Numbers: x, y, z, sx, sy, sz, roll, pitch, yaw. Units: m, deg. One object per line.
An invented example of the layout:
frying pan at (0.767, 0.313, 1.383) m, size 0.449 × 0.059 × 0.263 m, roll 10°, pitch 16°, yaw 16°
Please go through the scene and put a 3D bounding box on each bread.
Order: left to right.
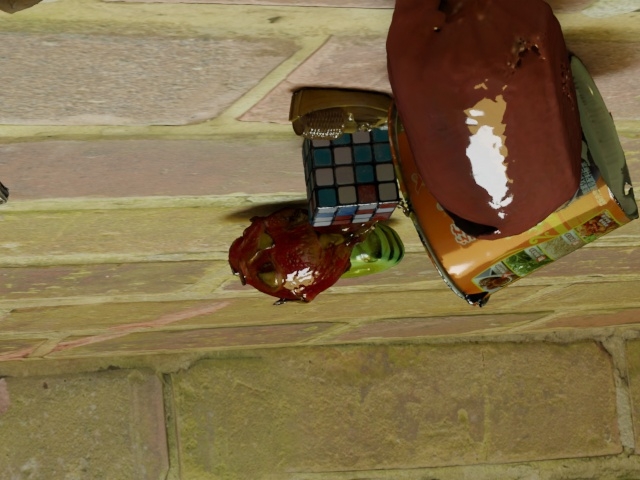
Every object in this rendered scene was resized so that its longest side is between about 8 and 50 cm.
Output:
bread at (0.051, 0.011, 2.204) m, size 0.130 × 0.071 × 0.139 m, roll -7°, pitch 171°, yaw 20°

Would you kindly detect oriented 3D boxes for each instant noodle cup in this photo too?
instant noodle cup at (0.197, -0.070, 1.552) m, size 0.182 × 0.230 × 0.230 m, roll -21°, pitch 164°, yaw 20°

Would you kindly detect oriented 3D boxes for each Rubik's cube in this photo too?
Rubik's cube at (0.032, -0.072, 1.721) m, size 0.092 × 0.092 × 0.092 m, roll -5°, pitch 168°, yaw -6°

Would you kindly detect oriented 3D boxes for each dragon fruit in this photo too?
dragon fruit at (0.000, 0.000, 2.042) m, size 0.246 × 0.125 × 0.125 m, roll -26°, pitch -163°, yaw 8°

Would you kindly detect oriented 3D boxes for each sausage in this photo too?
sausage at (0.141, -0.111, 1.333) m, size 0.152 × 0.152 × 0.280 m, roll -8°, pitch 141°, yaw 10°

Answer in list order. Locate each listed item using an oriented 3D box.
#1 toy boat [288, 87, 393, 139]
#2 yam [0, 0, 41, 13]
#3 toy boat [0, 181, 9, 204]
toy boat at (0.032, -0.122, 1.581) m, size 0.149 × 0.049 × 0.047 m, roll 2°, pitch 166°, yaw -36°
yam at (-0.146, -0.210, 1.052) m, size 0.046 × 0.046 × 0.264 m, roll 3°, pitch 167°, yaw -40°
toy boat at (-0.421, -0.045, 1.671) m, size 0.210 × 0.066 × 0.084 m, roll -14°, pitch 165°, yaw 38°
